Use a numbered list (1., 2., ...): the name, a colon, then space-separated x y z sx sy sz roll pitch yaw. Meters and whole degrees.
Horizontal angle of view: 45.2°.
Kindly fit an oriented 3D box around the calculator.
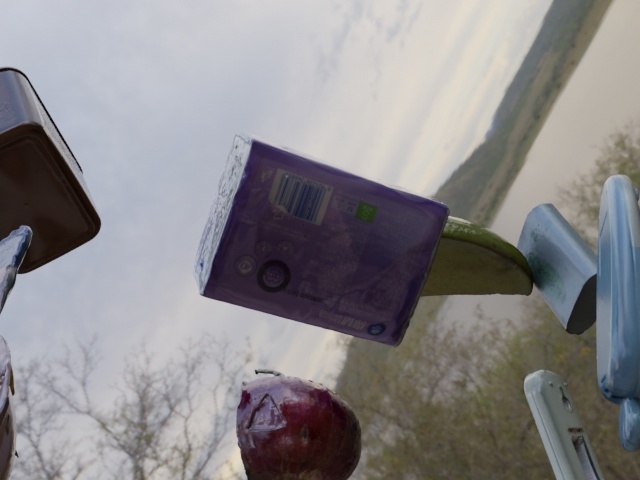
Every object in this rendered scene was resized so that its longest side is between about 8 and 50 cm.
1. calculator: 0.331 0.075 0.845 0.188 0.042 0.303 58 -144 -66

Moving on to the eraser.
1. eraser: 0.501 0.057 1.600 0.081 0.227 0.174 -6 -49 -19

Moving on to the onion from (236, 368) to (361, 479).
1. onion: -0.036 0.375 1.478 0.256 0.230 0.273 76 -165 -74

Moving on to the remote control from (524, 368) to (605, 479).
1. remote control: 0.328 0.273 1.008 0.078 0.221 0.042 13 -38 -41

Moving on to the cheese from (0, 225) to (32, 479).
1. cheese: -0.234 0.105 0.456 0.189 0.074 0.286 -30 38 23

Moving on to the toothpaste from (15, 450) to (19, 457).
1. toothpaste: -0.623 0.356 1.463 0.034 0.057 0.197 -37 -33 -22

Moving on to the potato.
1. potato: 0.334 0.046 1.659 0.269 0.255 0.112 108 176 -58

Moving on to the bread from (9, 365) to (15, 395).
1. bread: -0.714 0.269 1.554 0.077 0.116 0.200 -26 -24 18

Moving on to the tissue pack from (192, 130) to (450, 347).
1. tissue pack: 0.000 0.000 1.178 0.242 0.338 0.160 -69 21 8

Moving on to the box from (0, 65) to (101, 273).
1. box: -0.626 -0.132 1.568 0.239 0.229 0.339 -29 -44 -10
